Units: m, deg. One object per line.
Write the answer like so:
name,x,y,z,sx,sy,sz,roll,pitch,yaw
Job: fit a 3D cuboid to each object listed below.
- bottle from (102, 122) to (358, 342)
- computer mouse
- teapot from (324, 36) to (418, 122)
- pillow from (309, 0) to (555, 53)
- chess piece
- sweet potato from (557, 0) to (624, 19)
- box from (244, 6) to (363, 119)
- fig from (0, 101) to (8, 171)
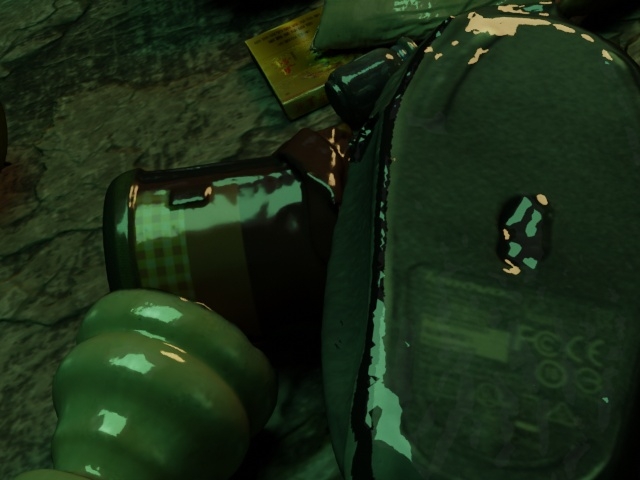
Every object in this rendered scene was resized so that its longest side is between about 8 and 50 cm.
bottle,0.000,0.000,0.912,0.271,0.143,0.156,-9,61,6
computer mouse,0.102,0.024,0.786,0.203,0.114,0.374,14,54,3
teapot,0.047,-0.132,1.173,0.083,0.063,0.049,-28,73,-12
pillow,0.105,-0.235,1.208,0.229,0.050,0.148,0,65,33
chess piece,-0.131,0.155,0.799,0.133,0.133,0.243,-1,43,32
sweet potato,0.340,-0.284,1.175,0.346,0.079,0.108,-23,62,-1
box,-0.012,-0.166,1.274,0.089,0.022,0.156,-25,32,-1
fig,-0.391,-0.110,1.260,0.203,0.225,0.203,-1,49,1
